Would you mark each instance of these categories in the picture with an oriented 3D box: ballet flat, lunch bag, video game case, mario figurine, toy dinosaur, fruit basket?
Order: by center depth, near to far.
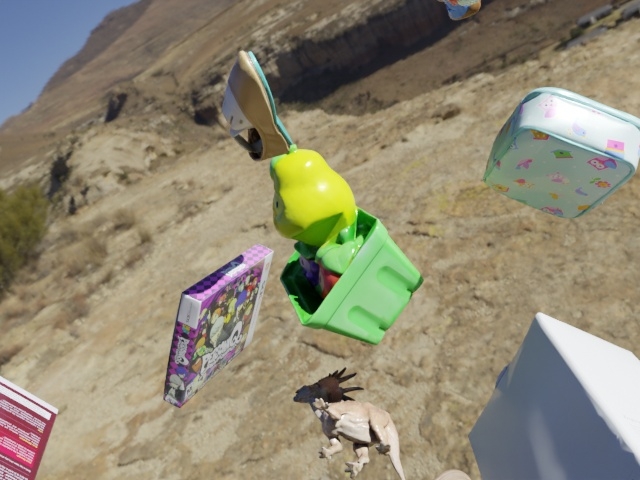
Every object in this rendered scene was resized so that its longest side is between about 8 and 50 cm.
[{"bbox_3d":[-0.089,-0.160,0.770,0.073,0.080,0.232,-26,-18,0],"label":"ballet flat"},{"bbox_3d":[-0.169,0.137,0.990,0.041,0.210,0.232,23,26,16],"label":"video game case"},{"bbox_3d":[0.427,-0.145,1.042,0.279,0.223,0.108,88,-157,-75],"label":"lunch bag"},{"bbox_3d":[0.000,0.000,1.223,0.283,0.392,0.392,-54,19,3],"label":"fruit basket"},{"bbox_3d":[0.077,0.380,1.250,0.127,0.295,0.200,-65,-9,20],"label":"toy dinosaur"},{"bbox_3d":[0.309,-0.622,1.343,0.198,0.170,0.320,23,14,21],"label":"mario figurine"}]

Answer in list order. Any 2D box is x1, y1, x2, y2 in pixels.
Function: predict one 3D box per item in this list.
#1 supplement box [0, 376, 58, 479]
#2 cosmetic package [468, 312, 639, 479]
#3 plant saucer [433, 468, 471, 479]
[{"bbox_3d":[-0.451,0.294,0.781,0.073,0.130,0.239,-45,23,9],"label":"supplement box"},{"bbox_3d":[0.302,0.266,0.622,0.385,0.156,0.217,-77,9,-71],"label":"cosmetic package"},{"bbox_3d":[0.402,0.849,1.790,0.278,0.278,0.041,-43,23,-30],"label":"plant saucer"}]
